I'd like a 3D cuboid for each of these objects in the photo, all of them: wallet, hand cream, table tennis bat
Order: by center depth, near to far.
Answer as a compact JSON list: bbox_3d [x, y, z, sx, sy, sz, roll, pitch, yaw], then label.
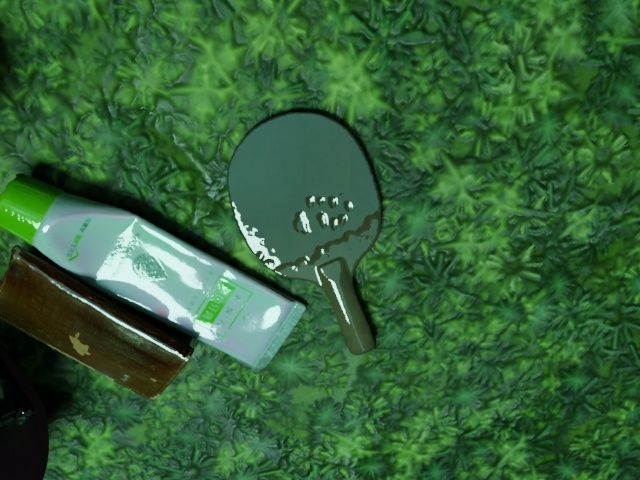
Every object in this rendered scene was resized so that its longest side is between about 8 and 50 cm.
[{"bbox_3d":[-0.149,0.032,0.478,0.275,0.050,0.079,30,131,-15],"label":"hand cream"},{"bbox_3d":[0.000,0.000,0.482,0.131,0.022,0.235,-20,105,3],"label":"table tennis bat"},{"bbox_3d":[-0.210,0.081,0.486,0.176,0.026,0.095,32,123,-12],"label":"wallet"}]

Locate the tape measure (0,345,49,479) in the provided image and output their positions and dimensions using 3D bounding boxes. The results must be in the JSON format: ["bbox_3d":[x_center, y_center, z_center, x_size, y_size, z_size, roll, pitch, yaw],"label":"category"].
[{"bbox_3d":[-0.341,0.159,0.403,0.149,0.245,0.232,-38,88,8],"label":"tape measure"}]
